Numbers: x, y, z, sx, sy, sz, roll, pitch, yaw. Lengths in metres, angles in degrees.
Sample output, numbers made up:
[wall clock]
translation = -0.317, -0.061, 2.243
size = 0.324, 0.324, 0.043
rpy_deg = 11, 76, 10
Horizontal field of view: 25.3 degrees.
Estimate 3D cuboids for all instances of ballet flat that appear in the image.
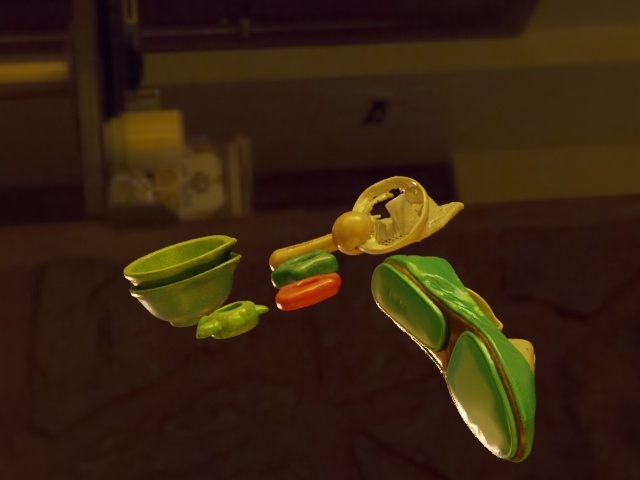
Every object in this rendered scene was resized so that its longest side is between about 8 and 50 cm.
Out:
[ballet flat]
translation = 0.140, 0.092, 1.269
size = 0.247, 0.087, 0.083
rpy_deg = 52, -40, 40

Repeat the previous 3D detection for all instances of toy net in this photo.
[toy net]
translation = 0.000, 0.000, 0.878
size = 0.122, 0.232, 0.045
rpy_deg = -1, -71, 59
